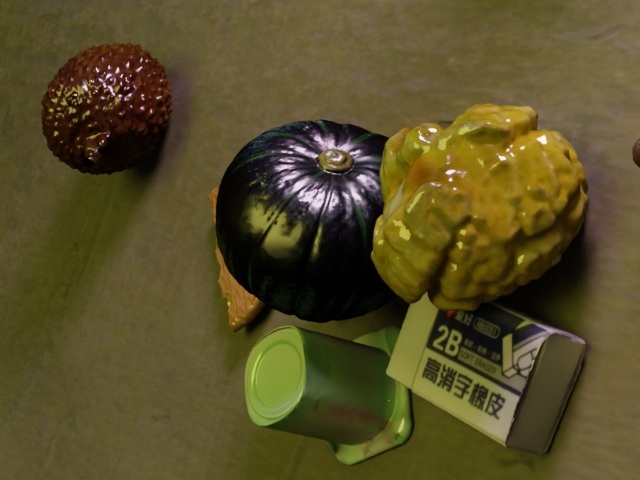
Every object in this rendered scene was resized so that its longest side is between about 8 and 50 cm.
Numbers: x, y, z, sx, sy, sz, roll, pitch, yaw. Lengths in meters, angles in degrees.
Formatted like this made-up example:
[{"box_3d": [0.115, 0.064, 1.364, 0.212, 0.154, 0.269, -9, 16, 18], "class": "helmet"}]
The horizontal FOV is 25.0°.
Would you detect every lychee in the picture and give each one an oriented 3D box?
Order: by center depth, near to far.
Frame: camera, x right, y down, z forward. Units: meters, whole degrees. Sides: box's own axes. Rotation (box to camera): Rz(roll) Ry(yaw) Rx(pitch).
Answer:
[{"box_3d": [-0.314, -0.188, 2.126, 0.200, 0.200, 0.238, -42, 31, 35], "class": "lychee"}]

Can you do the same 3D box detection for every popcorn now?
[{"box_3d": [0.153, -0.034, 1.451, 0.203, 0.200, 0.226, -138, 72, -79], "class": "popcorn"}]

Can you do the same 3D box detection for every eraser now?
[{"box_3d": [0.163, 0.120, 1.470, 0.210, 0.068, 0.124, 25, 98, 54], "class": "eraser"}]

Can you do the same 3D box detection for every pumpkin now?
[{"box_3d": [0.000, 0.000, 1.616, 0.248, 0.248, 0.248, -25, 56, 45], "class": "pumpkin"}]

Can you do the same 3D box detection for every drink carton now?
[{"box_3d": [0.000, 0.162, 1.603, 0.144, 0.142, 0.146, -31, 54, 43], "class": "drink carton"}]

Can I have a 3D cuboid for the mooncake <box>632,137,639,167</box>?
[{"box_3d": [0.352, -0.070, 1.302, 0.130, 0.073, 0.125, -45, 46, 35], "class": "mooncake"}]

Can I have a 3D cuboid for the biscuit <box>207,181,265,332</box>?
[{"box_3d": [-0.090, -0.002, 1.881, 0.144, 0.033, 0.224, -42, 46, 32], "class": "biscuit"}]
